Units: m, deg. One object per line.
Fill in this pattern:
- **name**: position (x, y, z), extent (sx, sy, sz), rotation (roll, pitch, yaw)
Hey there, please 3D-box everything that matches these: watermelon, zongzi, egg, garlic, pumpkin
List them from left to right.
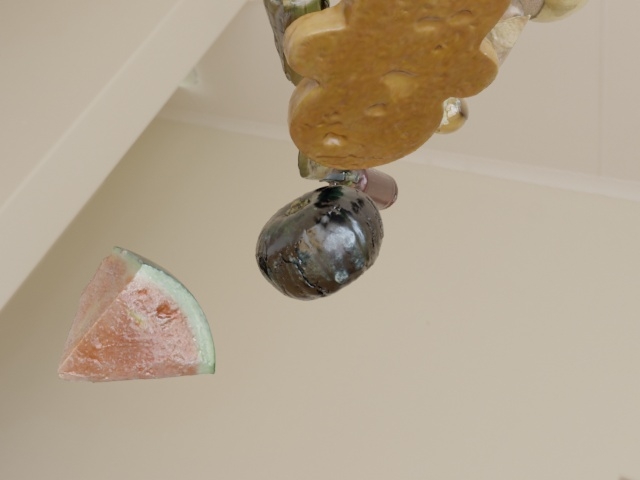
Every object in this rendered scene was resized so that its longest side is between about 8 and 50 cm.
- **watermelon**: position (-0.354, 0.173, 1.239), extent (0.251, 0.292, 0.283), rotation (0, -46, 16)
- **zongzi**: position (-0.075, -0.522, 1.375), extent (0.260, 0.123, 0.289), rotation (87, -21, -57)
- **pumpkin**: position (0.000, 0.000, 1.055), extent (0.163, 0.233, 0.233), rotation (56, -28, -11)
- **egg**: position (0.199, -0.203, 0.970), extent (0.071, 0.071, 0.083), rotation (16, 1, 32)
- **garlic**: position (0.304, -0.396, 1.124), extent (0.149, 0.266, 0.128), rotation (-10, -46, 20)

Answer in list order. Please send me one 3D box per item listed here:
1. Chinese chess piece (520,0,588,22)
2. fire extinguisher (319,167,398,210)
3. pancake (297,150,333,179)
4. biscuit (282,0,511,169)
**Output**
- **Chinese chess piece**: position (0.457, -0.581, 1.233), extent (0.112, 0.269, 0.270), rotation (-11, -29, 1)
- **fire extinguisher**: position (0.083, -0.123, 1.365), extent (0.105, 0.104, 0.269), rotation (19, 6, 25)
- **pancake**: position (0.020, -0.209, 1.070), extent (0.029, 0.212, 0.235), rotation (25, -50, 17)
- **biscuit**: position (0.082, -0.211, 0.769), extent (0.275, 0.052, 0.355), rotation (1, -30, -15)
